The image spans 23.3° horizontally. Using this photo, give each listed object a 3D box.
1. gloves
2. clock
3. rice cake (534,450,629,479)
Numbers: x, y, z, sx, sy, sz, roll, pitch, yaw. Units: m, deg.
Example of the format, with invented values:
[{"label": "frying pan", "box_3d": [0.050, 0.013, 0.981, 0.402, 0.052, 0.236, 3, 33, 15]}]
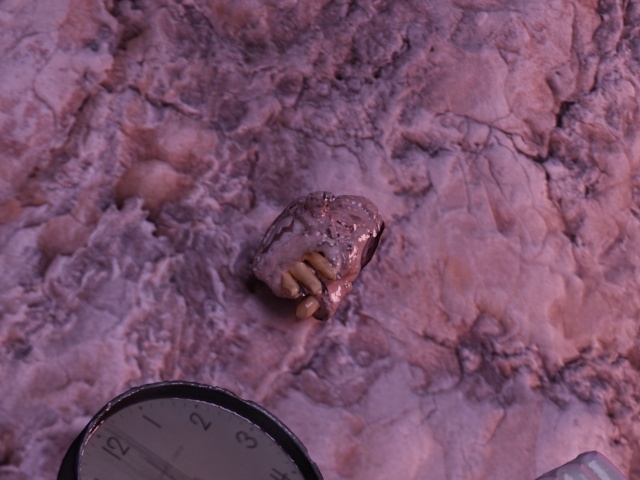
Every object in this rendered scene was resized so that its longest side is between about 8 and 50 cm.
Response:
[{"label": "gloves", "box_3d": [-0.002, 0.006, 1.373, 0.094, 0.110, 0.144, 37, 11, 16]}, {"label": "clock", "box_3d": [-0.091, 0.200, 1.165, 0.215, 0.042, 0.215, 18, 43, -17]}, {"label": "rice cake", "box_3d": [0.246, 0.276, 1.312, 0.189, 0.037, 0.198, -19, 62, -42]}]
